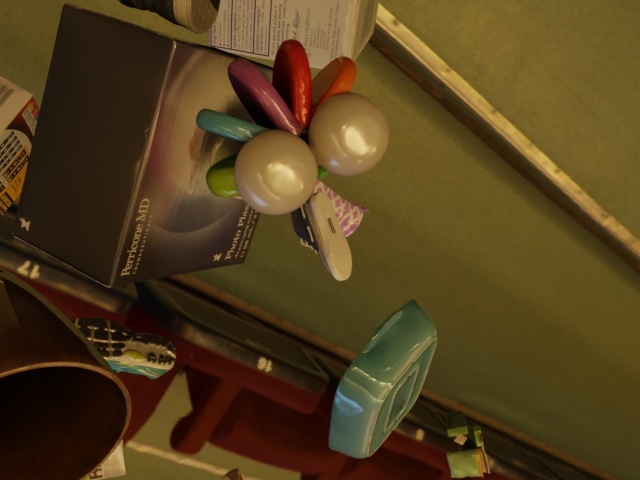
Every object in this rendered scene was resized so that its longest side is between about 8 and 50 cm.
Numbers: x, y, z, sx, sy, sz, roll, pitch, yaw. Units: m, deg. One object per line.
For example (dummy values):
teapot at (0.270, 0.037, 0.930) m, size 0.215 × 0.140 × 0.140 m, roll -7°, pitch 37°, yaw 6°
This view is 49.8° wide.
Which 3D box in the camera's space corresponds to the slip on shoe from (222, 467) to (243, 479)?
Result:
slip on shoe at (-0.167, 0.566, 1.519) m, size 0.041 × 0.135 × 0.051 m, roll -35°, pitch 149°, yaw -9°

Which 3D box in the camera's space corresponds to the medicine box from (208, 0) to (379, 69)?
medicine box at (-0.046, -0.470, 1.383) m, size 0.290 × 0.263 × 0.149 m, roll 13°, pitch 125°, yaw 8°

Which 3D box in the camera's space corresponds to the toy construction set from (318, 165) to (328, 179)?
toy construction set at (-0.121, -0.216, 1.875) m, size 0.237 × 0.257 × 0.309 m, roll 49°, pitch 122°, yaw 3°

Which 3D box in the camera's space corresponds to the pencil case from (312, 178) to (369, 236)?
pencil case at (0.003, -0.091, 1.529) m, size 0.206 × 0.086 × 0.088 m, roll 35°, pitch 93°, yaw -27°

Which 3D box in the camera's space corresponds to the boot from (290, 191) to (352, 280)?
boot at (0.000, 0.000, 1.430) m, size 0.086 × 0.189 × 0.069 m, roll -23°, pitch 168°, yaw 39°

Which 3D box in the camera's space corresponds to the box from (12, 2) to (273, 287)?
box at (-0.202, -0.116, 0.910) m, size 0.294 × 0.183 × 0.296 m, roll -9°, pitch 120°, yaw -62°

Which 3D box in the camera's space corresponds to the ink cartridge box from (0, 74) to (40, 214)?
ink cartridge box at (-0.705, -0.175, 1.433) m, size 0.130 × 0.309 × 0.271 m, roll 33°, pitch 74°, yaw -3°

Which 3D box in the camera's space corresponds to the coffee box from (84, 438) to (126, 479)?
coffee box at (-0.490, 0.368, 1.262) m, size 0.247 × 0.141 × 0.098 m, roll -6°, pitch 121°, yaw -17°

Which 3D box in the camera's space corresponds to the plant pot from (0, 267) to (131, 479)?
plant pot at (-0.349, 0.136, 0.748) m, size 0.216 × 0.230 × 0.215 m, roll -22°, pitch 136°, yaw -23°

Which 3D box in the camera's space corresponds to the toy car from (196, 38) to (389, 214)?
toy car at (-0.036, -0.113, 0.649) m, size 0.182 × 0.159 × 0.136 m, roll -29°, pitch 111°, yaw -12°

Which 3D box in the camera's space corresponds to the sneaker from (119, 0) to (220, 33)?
sneaker at (-0.179, -0.369, 0.782) m, size 0.086 × 0.164 × 0.226 m, roll -17°, pitch 128°, yaw -61°

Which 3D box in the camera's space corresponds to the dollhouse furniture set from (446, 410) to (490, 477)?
dollhouse furniture set at (0.276, 0.405, 1.314) m, size 0.076 × 0.058 × 0.151 m, roll -12°, pitch 107°, yaw 10°

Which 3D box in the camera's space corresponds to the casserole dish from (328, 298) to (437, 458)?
casserole dish at (0.057, 0.129, 0.602) m, size 0.114 × 0.037 × 0.188 m, roll -42°, pitch 155°, yaw -29°

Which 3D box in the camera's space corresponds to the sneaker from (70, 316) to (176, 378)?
sneaker at (-0.476, 0.264, 1.598) m, size 0.275 × 0.107 × 0.110 m, roll 24°, pitch 128°, yaw -25°
